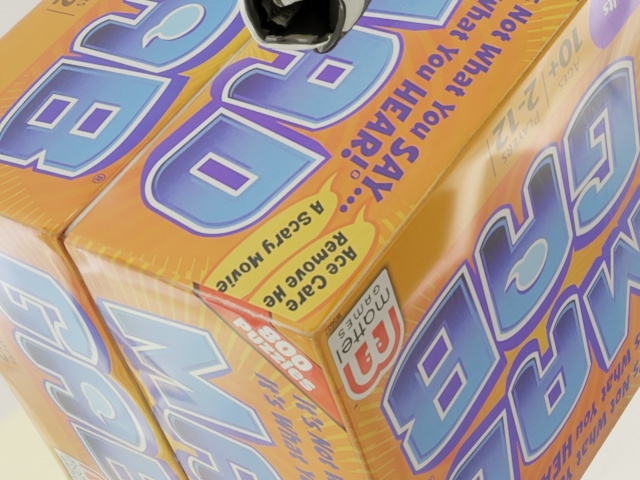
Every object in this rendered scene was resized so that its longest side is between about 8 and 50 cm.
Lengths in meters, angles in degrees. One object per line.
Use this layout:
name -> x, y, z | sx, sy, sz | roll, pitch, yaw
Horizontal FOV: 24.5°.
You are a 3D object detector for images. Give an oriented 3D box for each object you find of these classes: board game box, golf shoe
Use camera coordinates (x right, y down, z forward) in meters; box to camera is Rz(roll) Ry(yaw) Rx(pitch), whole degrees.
board game box -> 0.000, 0.000, 1.005 | 0.356, 0.356, 0.356 | 18, -35, 34
golf shoe -> -0.005, -0.119, 0.588 | 0.077, 0.198, 0.094 | 32, -91, 4
